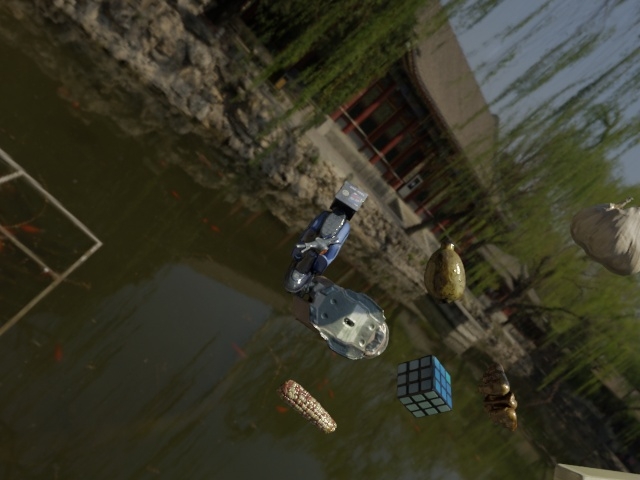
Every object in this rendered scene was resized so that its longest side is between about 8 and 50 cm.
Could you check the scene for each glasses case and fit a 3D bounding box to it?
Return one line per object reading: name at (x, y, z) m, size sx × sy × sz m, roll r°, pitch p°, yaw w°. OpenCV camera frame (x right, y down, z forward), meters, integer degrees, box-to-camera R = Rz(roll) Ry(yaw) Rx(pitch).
glasses case at (0.819, 0.685, 1.484) m, size 0.313 × 0.070 × 0.131 m, roll 11°, pitch -10°, yaw -9°

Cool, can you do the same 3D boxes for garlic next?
garlic at (0.718, 0.003, 1.279) m, size 0.230 × 0.142 × 0.178 m, roll 17°, pitch -29°, yaw 11°

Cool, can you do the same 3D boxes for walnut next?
walnut at (0.395, 0.351, 1.201) m, size 0.170 × 0.069 × 0.142 m, roll 40°, pitch 37°, yaw -72°

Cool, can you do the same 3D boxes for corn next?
corn at (-0.044, 0.566, 1.820) m, size 0.237 × 0.079 × 0.079 m, roll 42°, pitch 8°, yaw 5°

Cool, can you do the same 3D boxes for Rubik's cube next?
Rubik's cube at (0.399, 0.559, 2.053) m, size 0.162 × 0.163 × 0.160 m, roll 48°, pitch 33°, yaw -29°

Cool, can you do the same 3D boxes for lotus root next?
lotus root at (0.416, 0.107, 1.798) m, size 0.138 × 0.139 × 0.213 m, roll -15°, pitch 103°, yaw -80°

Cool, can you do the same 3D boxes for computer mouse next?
computer mouse at (0.043, 0.232, 1.672) m, size 0.389 × 0.199 × 0.115 m, roll 37°, pitch -15°, yaw -9°

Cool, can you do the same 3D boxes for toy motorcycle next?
toy motorcycle at (0.000, 0.000, 1.557) m, size 0.125 × 0.358 × 0.212 m, roll 32°, pitch -36°, yaw 2°
